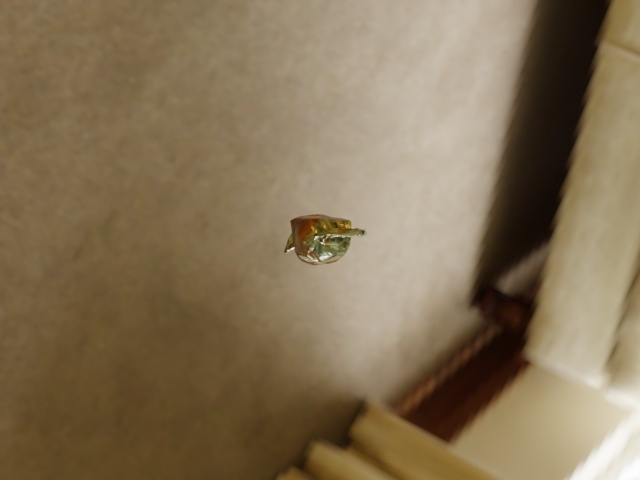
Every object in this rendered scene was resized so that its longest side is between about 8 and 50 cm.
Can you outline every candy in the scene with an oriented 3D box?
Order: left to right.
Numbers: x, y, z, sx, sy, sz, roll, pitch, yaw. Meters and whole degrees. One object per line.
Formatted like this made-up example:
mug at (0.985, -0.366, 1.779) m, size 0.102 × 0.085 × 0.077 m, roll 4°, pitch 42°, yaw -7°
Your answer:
candy at (0.000, 0.000, 1.691) m, size 0.182 × 0.053 × 0.046 m, roll -170°, pitch -99°, yaw -80°
